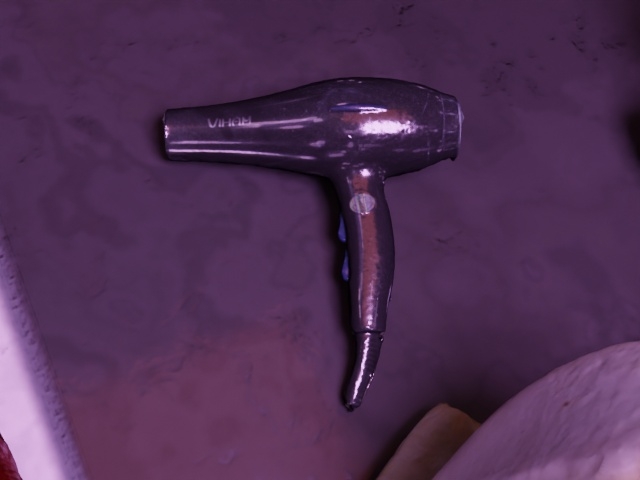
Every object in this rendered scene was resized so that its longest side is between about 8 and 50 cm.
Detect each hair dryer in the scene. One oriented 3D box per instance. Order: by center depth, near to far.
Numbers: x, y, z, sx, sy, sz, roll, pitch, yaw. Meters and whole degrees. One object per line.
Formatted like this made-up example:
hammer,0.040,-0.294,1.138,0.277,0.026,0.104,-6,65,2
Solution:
hair dryer,0.000,0.000,0.635,0.196,0.075,0.219,-3,74,-2

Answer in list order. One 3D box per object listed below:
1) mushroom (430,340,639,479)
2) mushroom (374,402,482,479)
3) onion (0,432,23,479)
mushroom,0.246,0.208,0.477,0.397,0.177,0.126,41,50,-10
mushroom,0.015,0.219,0.514,0.100,0.081,0.312,22,55,35
onion,-0.265,0.161,0.405,0.314,0.232,0.314,4,63,-9
